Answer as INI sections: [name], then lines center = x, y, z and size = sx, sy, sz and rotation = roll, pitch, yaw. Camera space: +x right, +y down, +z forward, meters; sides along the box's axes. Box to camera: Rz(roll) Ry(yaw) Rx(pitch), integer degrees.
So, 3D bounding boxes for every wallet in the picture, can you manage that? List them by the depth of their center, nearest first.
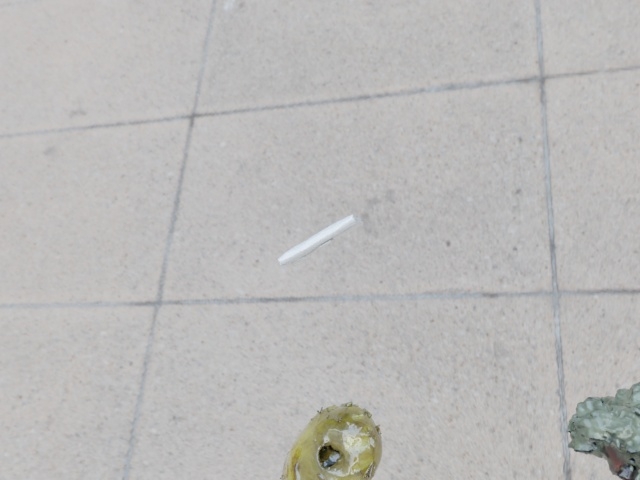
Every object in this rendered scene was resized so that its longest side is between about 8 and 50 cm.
[wallet]
center = 0.000, 0.000, 0.660
size = 0.083, 0.044, 0.011
rotation = -31, 80, 12

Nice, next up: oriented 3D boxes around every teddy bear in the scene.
[teddy bear]
center = 0.552, 0.375, 1.084
size = 0.357, 0.367, 0.224
rotation = 29, 116, 21

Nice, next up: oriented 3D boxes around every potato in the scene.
[potato]
center = 0.011, 0.385, 1.203
size = 0.140, 0.300, 0.173
rotation = 31, 50, -1
